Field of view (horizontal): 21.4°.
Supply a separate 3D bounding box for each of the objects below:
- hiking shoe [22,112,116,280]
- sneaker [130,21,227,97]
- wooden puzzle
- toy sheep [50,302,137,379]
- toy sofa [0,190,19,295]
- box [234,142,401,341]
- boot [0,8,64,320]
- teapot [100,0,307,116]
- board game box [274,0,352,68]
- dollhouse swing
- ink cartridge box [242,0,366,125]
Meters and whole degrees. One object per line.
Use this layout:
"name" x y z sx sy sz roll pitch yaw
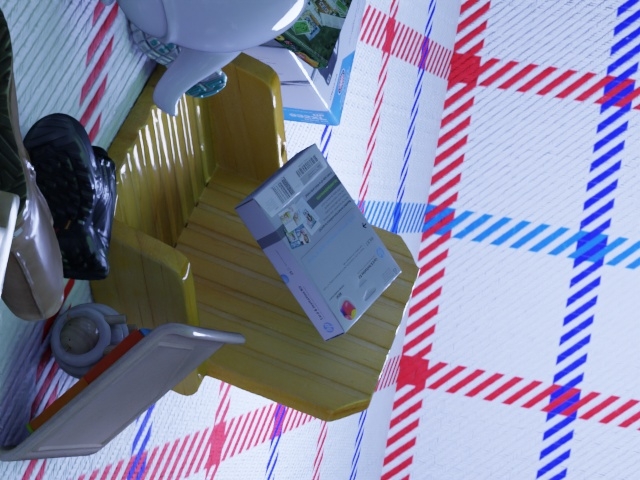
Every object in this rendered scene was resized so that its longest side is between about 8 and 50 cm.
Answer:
"hiking shoe" -0.249 -0.062 1.674 0.227 0.086 0.114 91 2 -53
"sneaker" -0.165 -0.231 1.889 0.166 0.065 0.076 55 16 -48
"wooden puzzle" -0.207 0.153 1.763 0.238 0.044 0.221 -36 167 8
"toy sheep" -0.239 0.107 1.783 0.132 0.091 0.091 73 30 -72
"toy sofa" -0.351 0.019 1.149 0.362 0.150 0.177 28 72 -75
"box" 0.000 0.000 1.947 0.186 0.038 0.145 55 42 -9
"boot" -0.286 -0.070 1.469 0.269 0.089 0.236 95 -15 -74
"teapot" -0.142 -0.292 1.691 0.256 0.187 0.252 62 -15 9
"board game box" -0.066 -0.321 1.962 0.259 0.030 0.136 34 71 -35
"dollhouse swing" -0.059 -0.012 1.966 0.315 0.305 0.347 86 21 -44
"ink cartridge box" -0.041 -0.303 2.182 0.307 0.129 0.223 50 52 -71
